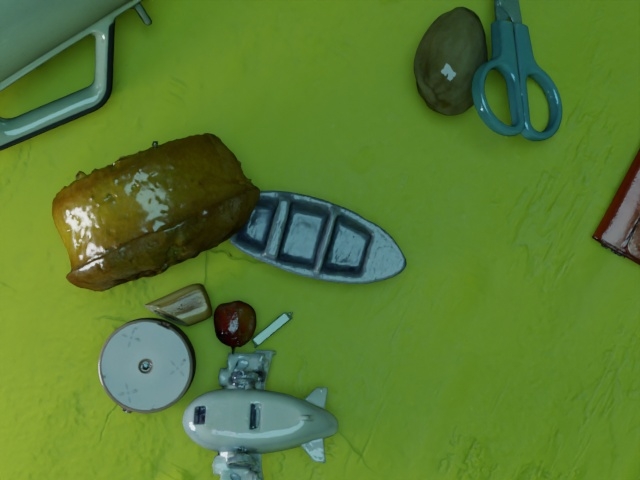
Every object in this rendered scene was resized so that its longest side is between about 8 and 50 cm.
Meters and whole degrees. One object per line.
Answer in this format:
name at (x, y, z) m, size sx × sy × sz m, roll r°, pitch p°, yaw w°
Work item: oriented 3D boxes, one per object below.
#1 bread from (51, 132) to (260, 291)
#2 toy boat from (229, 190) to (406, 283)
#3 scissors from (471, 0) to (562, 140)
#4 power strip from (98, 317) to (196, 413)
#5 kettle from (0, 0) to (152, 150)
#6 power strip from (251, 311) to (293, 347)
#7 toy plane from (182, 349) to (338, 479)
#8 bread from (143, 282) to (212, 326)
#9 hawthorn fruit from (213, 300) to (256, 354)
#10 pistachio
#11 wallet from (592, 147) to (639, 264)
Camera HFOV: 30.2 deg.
bread at (-0.274, -0.044, 1.808) m, size 0.340 × 0.179 × 0.194 m, roll -21°, pitch 86°, yaw 13°
toy boat at (0.000, 0.000, 1.895) m, size 0.282 × 0.078 × 0.127 m, roll 16°, pitch 86°, yaw -1°
scissors at (0.302, -0.380, 1.920) m, size 0.192 × 0.029 × 0.447 m, roll 4°, pitch 75°, yaw -37°
power strip at (-0.275, 0.199, 1.876) m, size 0.154 × 0.078 × 0.154 m, roll 0°, pitch 90°, yaw -3°
kettle at (-0.455, -0.352, 1.849) m, size 0.376 × 0.250 × 0.361 m, roll -35°, pitch 117°, yaw -1°
power strip at (-0.077, 0.142, 1.910) m, size 0.083 × 0.027 × 0.017 m, roll -40°, pitch 88°, yaw -5°
toy plane at (-0.094, 0.288, 1.862) m, size 0.244 × 0.117 × 0.245 m, roll 0°, pitch 70°, yaw 1°
bread at (-0.224, 0.112, 1.896) m, size 0.103 × 0.049 × 0.062 m, roll -23°, pitch 80°, yaw -2°
hawthorn fruit at (-0.138, 0.133, 1.886) m, size 0.077 × 0.077 × 0.077 m, roll 0°, pitch 87°, yaw -1°
pistachio at (0.212, -0.292, 1.904) m, size 0.126 × 0.108 × 0.186 m, roll 13°, pitch 78°, yaw -13°
wallet at (0.551, -0.058, 1.928) m, size 0.142 × 0.045 × 0.204 m, roll 29°, pitch 87°, yaw 0°
